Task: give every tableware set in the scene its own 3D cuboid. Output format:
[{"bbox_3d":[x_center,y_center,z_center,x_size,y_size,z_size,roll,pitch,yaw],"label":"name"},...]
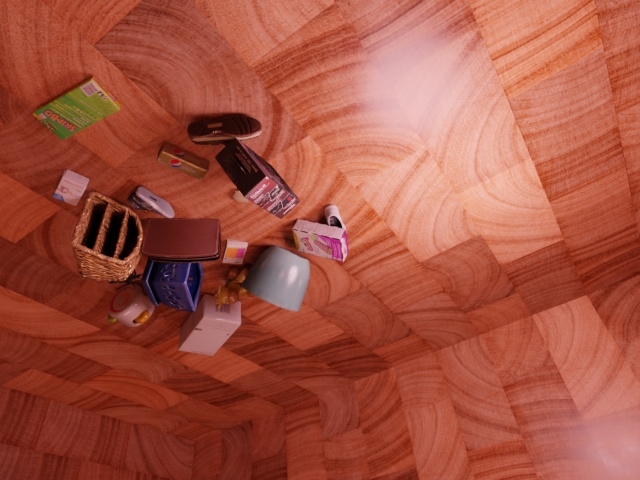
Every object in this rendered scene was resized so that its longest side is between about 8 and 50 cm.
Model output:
[{"bbox_3d":[-0.288,-0.219,1.809,0.141,0.020,0.168,-3,136,-6],"label":"tableware set"}]

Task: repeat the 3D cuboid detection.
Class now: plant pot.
[{"bbox_3d":[-0.184,0.159,2.044,0.293,0.293,0.234,24,90,-31],"label":"plant pot"},{"bbox_3d":[-0.679,0.171,2.034,0.213,0.235,0.235,1,138,-2],"label":"plant pot"}]

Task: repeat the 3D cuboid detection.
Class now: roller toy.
[{"bbox_3d":[-0.926,0.324,2.191,0.210,0.191,0.146,-11,139,21],"label":"roller toy"}]

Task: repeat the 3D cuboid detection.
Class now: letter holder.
[{"bbox_3d":[-0.586,0.032,1.898,0.302,0.214,0.151,0,137,-9],"label":"letter holder"}]

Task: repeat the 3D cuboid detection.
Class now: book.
[{"bbox_3d":[-0.405,0.058,2.092,0.097,0.035,0.144,7,137,-19],"label":"book"}]

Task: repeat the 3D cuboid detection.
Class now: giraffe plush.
[{"bbox_3d":[-0.435,0.242,2.152,0.211,0.170,0.181,-11,111,26],"label":"giraffe plush"}]

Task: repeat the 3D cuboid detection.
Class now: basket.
[{"bbox_3d":[-0.821,-0.015,1.748,0.214,0.299,0.222,5,136,-12],"label":"basket"}]

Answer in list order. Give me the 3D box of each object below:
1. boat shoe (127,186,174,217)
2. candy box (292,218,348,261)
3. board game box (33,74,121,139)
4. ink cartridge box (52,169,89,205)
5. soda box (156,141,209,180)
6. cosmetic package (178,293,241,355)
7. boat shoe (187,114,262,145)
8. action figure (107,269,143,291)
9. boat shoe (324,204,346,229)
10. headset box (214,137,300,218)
[{"bbox_3d":[-0.692,-0.142,1.809,0.083,0.065,0.183,-29,128,26],"label":"boat shoe"},{"bbox_3d":[0.000,0.000,1.983,0.234,0.071,0.159,13,142,20],"label":"candy box"},{"bbox_3d":[-0.813,-0.438,1.479,0.260,0.039,0.124,-23,135,13],"label":"board game box"},{"bbox_3d":[-0.961,-0.203,1.706,0.089,0.052,0.122,25,128,-31],"label":"ink cartridge box"},{"bbox_3d":[-0.513,-0.295,1.659,0.182,0.061,0.058,22,130,-29],"label":"soda box"},{"bbox_3d":[-0.610,0.470,2.427,0.218,0.156,0.385,17,132,-27],"label":"cosmetic package"},{"bbox_3d":[-0.337,-0.385,1.581,0.258,0.095,0.095,-3,162,-7],"label":"boat shoe"},{"bbox_3d":[-0.894,0.093,1.984,0.164,0.140,0.275,-10,123,0],"label":"action figure"},{"bbox_3d":[0.067,-0.060,1.990,0.080,0.081,0.227,-14,137,7],"label":"boat shoe"},{"bbox_3d":[-0.227,-0.221,1.584,0.110,0.218,0.293,-43,154,8],"label":"headset box"}]
